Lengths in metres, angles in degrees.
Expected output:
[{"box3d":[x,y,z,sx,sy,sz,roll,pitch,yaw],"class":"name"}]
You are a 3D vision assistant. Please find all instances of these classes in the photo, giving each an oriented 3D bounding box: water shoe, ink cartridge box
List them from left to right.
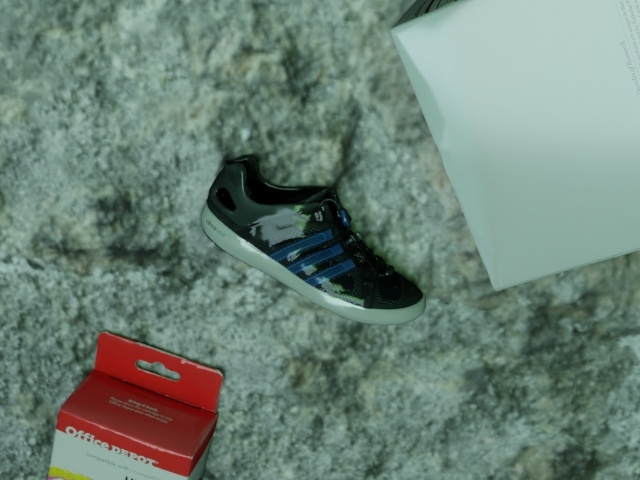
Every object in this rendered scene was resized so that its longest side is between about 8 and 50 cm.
[{"box3d":[-0.183,0.216,0.912,0.134,0.078,0.231,18,115,6],"class":"ink cartridge box"},{"box3d":[0.000,0.000,0.777,0.203,0.073,0.080,25,114,2],"class":"water shoe"}]

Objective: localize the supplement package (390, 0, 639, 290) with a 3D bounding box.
[{"box3d":[0.184,-0.104,0.643,0.203,0.149,0.194,-18,108,20],"class":"supplement package"}]
